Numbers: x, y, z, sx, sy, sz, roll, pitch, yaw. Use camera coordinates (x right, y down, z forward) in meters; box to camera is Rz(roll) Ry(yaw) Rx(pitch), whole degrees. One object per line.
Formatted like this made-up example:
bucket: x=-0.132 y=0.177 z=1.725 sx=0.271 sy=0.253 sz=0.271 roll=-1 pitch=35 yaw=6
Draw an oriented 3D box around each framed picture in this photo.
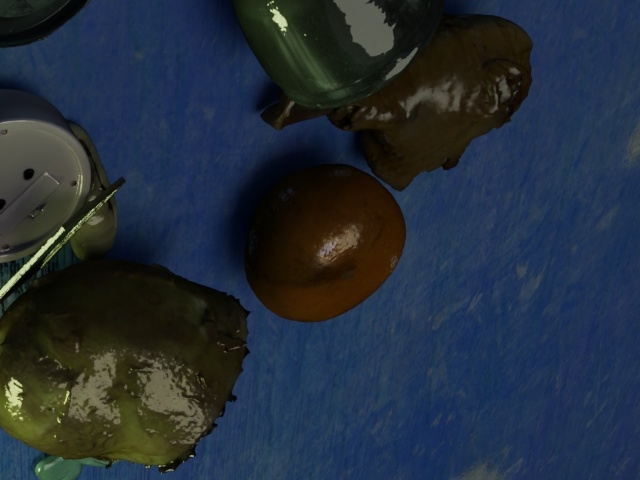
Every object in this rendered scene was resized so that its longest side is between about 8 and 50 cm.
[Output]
framed picture: x=-0.317 y=0.010 z=1.731 sx=0.201 sy=0.010 sz=0.136 roll=-42 pitch=-177 yaw=35

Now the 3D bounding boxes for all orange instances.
orange: x=0.000 y=0.000 z=2.048 sx=0.240 sy=0.171 sz=0.240 roll=-23 pitch=144 yaw=-18

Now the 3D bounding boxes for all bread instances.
bread: x=-0.284 y=-0.052 z=1.801 sx=0.073 sy=0.053 sz=0.214 roll=-35 pitch=140 yaw=-25

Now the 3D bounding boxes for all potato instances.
potato: x=-0.272 y=0.128 z=1.817 sx=0.237 sy=0.301 sz=0.288 roll=45 pitch=57 yaw=-42

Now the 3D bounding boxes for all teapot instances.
teapot: x=0.024 y=-0.339 z=1.734 sx=0.321 sy=0.239 sz=0.239 roll=-44 pitch=131 yaw=0

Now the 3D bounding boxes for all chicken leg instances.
chicken leg: x=0.100 y=-0.172 z=2.044 sx=0.409 sy=0.182 sz=0.295 roll=-14 pitch=147 yaw=-30

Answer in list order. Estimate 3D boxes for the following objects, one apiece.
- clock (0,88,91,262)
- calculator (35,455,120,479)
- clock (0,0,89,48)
clock: x=-0.360 y=-0.070 z=1.654 sx=0.197 sy=0.068 sz=0.197 roll=-18 pitch=135 yaw=-19
calculator: x=-0.283 y=0.227 z=2.058 sx=0.295 sy=0.042 sz=0.184 roll=-51 pitch=144 yaw=2
clock: x=-0.319 y=-0.310 z=1.539 sx=0.226 sy=0.049 sz=0.226 roll=-29 pitch=140 yaw=-27
